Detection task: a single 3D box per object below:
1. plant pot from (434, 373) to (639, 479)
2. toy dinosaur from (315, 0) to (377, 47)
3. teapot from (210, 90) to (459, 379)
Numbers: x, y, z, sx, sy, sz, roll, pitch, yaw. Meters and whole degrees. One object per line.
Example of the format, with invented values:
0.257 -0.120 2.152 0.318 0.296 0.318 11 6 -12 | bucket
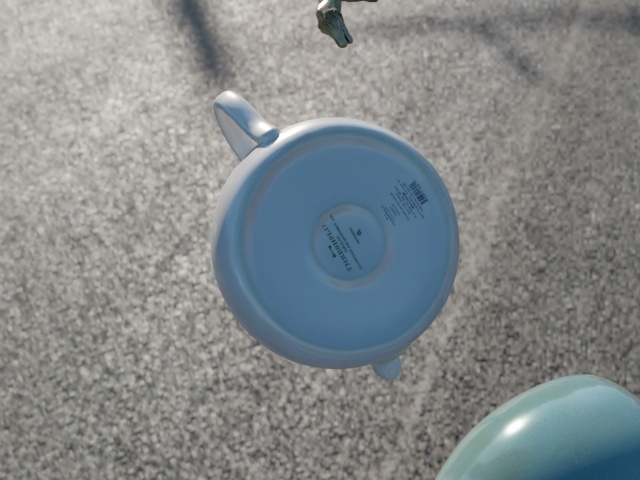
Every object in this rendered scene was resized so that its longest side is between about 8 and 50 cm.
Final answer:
0.223 0.301 1.060 0.195 0.290 0.290 -8 31 -26 | plant pot
-0.010 -0.223 0.837 0.092 0.053 0.183 -20 43 -26 | toy dinosaur
0.000 0.000 0.995 0.252 0.256 0.187 11 -3 -14 | teapot
